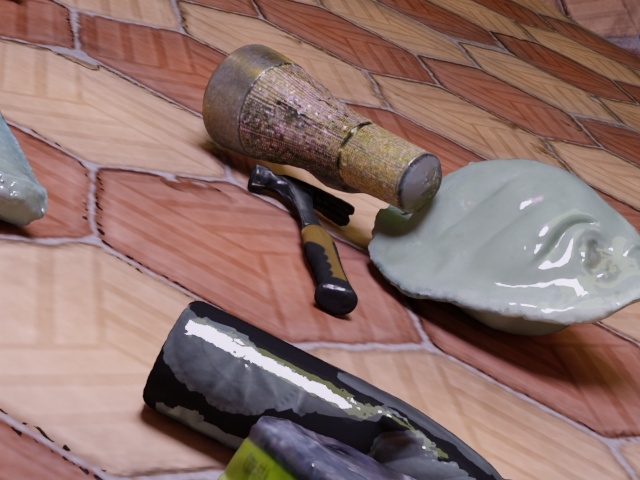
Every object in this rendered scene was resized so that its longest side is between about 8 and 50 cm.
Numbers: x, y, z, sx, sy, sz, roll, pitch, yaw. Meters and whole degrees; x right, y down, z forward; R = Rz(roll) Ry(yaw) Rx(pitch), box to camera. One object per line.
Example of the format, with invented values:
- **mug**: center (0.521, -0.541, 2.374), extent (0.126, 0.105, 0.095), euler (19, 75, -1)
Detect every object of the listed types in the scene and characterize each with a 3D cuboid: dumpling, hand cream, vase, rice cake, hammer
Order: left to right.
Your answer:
- **rice cake**: center (-0.214, -0.066, 0.918), extent (0.043, 0.034, 0.211), euler (23, 16, -35)
- **hammer**: center (0.000, 0.000, 1.033), extent (0.078, 0.021, 0.201), euler (19, 19, -18)
- **hand cream**: center (0.007, -0.076, 1.092), extent (0.203, 0.084, 0.084), euler (28, 16, 36)
- **vase**: center (0.020, 0.099, 0.723), extent (0.211, 0.060, 0.060), euler (25, 18, 4)
- **dumpling**: center (0.133, 0.018, 1.060), extent (0.219, 0.152, 0.108), euler (21, -28, 41)

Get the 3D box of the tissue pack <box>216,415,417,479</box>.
- **tissue pack**: center (0.079, 0.162, 0.521), extent (0.235, 0.073, 0.173), euler (35, 1, 41)
